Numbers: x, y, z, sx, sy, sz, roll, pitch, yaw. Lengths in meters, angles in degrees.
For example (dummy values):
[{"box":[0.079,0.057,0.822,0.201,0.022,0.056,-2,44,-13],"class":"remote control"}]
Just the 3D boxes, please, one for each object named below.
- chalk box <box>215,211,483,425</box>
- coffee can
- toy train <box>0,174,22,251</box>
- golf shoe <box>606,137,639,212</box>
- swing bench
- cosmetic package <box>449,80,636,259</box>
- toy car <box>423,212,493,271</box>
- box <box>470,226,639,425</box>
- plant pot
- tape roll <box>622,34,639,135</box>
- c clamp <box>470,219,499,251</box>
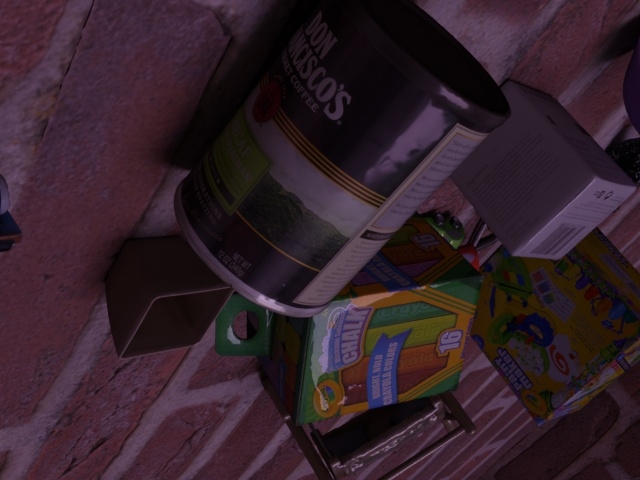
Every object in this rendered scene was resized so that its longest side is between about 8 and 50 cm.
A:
[{"box":[0.017,0.089,1.031,0.288,0.179,0.180,-9,124,-24],"class":"chalk box"},{"box":[0.016,-0.088,0.823,0.201,0.201,0.275,5,134,-52],"class":"coffee can"},{"box":[-0.335,-0.011,0.691,0.184,0.080,0.105,-9,138,-40],"class":"toy train"},{"box":[0.551,-0.135,1.517,0.094,0.077,0.198,-37,162,-19],"class":"golf shoe"},{"box":[0.071,0.269,1.398,0.253,0.255,0.165,-31,171,-9],"class":"swing bench"},{"box":[0.290,-0.091,1.152,0.151,0.184,0.151,3,136,-51],"class":"cosmetic package"},{"box":[0.227,0.004,1.356,0.225,0.053,0.239,6,139,-43],"class":"toy car"},{"box":[0.445,0.135,1.582,0.177,0.290,0.279,-1,139,-49],"class":"box"},{"box":[-0.181,0.056,0.954,0.109,0.096,0.109,-6,142,-45],"class":"plant pot"},{"box":[0.560,-0.217,1.153,0.274,0.275,0.090,-29,153,-11],"class":"tape roll"},{"box":[0.285,-0.014,1.453,0.137,0.022,0.161,-18,149,-30],"class":"c clamp"}]
